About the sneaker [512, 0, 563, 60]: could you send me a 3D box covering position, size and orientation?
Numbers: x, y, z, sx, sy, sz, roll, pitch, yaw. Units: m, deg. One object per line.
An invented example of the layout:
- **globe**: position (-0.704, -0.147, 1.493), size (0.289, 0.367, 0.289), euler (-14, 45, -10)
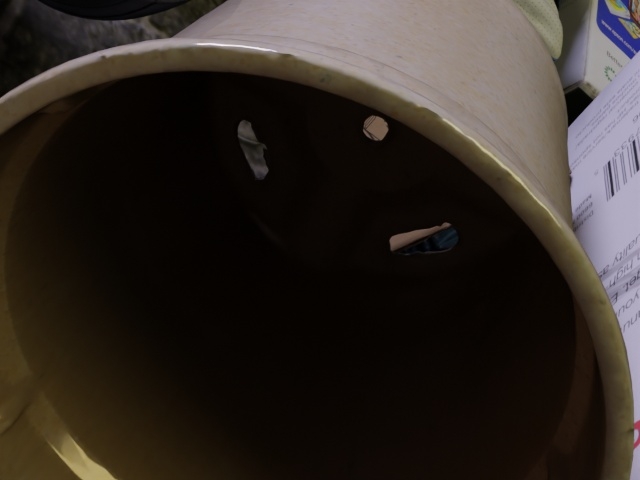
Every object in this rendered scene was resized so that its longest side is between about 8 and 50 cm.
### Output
- **sneaker**: position (0.147, -0.215, 1.250), size (0.323, 0.130, 0.236), euler (3, 75, -51)

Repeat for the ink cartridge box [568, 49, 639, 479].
- **ink cartridge box**: position (0.207, 0.073, 0.911), size (0.166, 0.285, 0.395), euler (33, 30, -14)

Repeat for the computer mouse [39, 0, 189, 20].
- **computer mouse**: position (-0.152, -0.202, 0.899), size (0.262, 0.060, 0.184), euler (30, 41, 10)

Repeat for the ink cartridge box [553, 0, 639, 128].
- **ink cartridge box**: position (0.276, -0.203, 1.419), size (0.176, 0.069, 0.371), euler (38, 46, -27)

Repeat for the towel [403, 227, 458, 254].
- **towel**: position (0.090, -0.030, 1.138), size (0.119, 0.029, 0.067), euler (-20, 83, -51)

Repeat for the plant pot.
- **plant pot**: position (0.000, 0.000, 0.829), size (0.334, 0.334, 0.305), euler (50, 28, -14)

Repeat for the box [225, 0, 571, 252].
- **box**: position (0.045, -0.100, 1.025), size (0.021, 0.164, 0.201), euler (-7, 73, -66)
